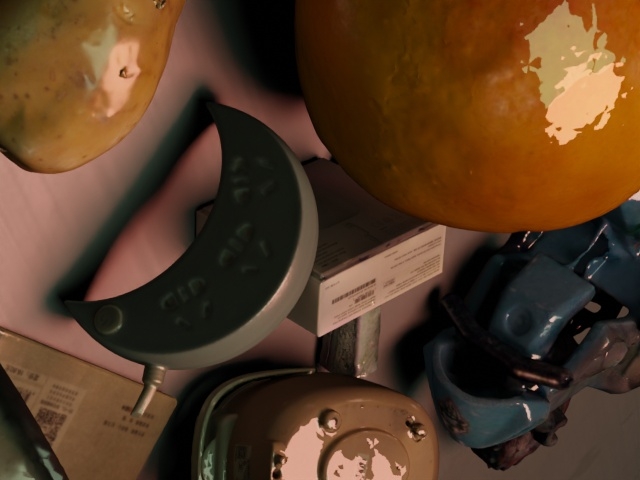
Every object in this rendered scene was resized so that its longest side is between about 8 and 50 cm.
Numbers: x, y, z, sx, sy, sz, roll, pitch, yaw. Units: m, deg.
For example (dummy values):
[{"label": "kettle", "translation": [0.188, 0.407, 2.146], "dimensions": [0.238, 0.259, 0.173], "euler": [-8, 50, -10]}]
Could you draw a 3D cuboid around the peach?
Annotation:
[{"label": "peach", "translation": [0.120, -0.150, 1.068], "dimensions": [0.289, 0.289, 0.308], "euler": [-39, 157, -26]}]

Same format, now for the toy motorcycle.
[{"label": "toy motorcycle", "translation": [0.226, 0.039, 1.432], "dimensions": [0.232, 0.172, 0.416], "euler": [0, 123, -57]}]

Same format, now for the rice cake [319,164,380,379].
[{"label": "rice cake", "translation": [0.028, 0.021, 1.295], "dimensions": [0.034, 0.043, 0.211], "euler": [-31, 136, -42]}]

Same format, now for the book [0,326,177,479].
[{"label": "book", "translation": [-0.230, 0.208, 1.131], "dimensions": [0.215, 0.025, 0.282], "euler": [33, 87, -53]}]

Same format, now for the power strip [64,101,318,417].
[{"label": "power strip", "translation": [-0.081, 0.019, 1.089], "dimensions": [0.216, 0.137, 0.044], "euler": [-57, 158, -8]}]

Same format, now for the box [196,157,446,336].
[{"label": "box", "translation": [0.000, 0.000, 1.173], "dimensions": [0.130, 0.129, 0.051], "euler": [-24, 130, -39]}]

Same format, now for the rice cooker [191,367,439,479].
[{"label": "rice cooker", "translation": [-0.002, 0.173, 1.264], "dimensions": [0.206, 0.127, 0.145], "euler": [3, 88, -39]}]

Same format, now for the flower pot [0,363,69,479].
[{"label": "flower pot", "translation": [-0.307, 0.179, 0.807], "dimensions": [0.330, 0.293, 0.293], "euler": [-34, 137, -24]}]

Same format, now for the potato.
[{"label": "potato", "translation": [-0.139, -0.125, 0.943], "dimensions": [0.118, 0.109, 0.178], "euler": [34, 79, -32]}]
